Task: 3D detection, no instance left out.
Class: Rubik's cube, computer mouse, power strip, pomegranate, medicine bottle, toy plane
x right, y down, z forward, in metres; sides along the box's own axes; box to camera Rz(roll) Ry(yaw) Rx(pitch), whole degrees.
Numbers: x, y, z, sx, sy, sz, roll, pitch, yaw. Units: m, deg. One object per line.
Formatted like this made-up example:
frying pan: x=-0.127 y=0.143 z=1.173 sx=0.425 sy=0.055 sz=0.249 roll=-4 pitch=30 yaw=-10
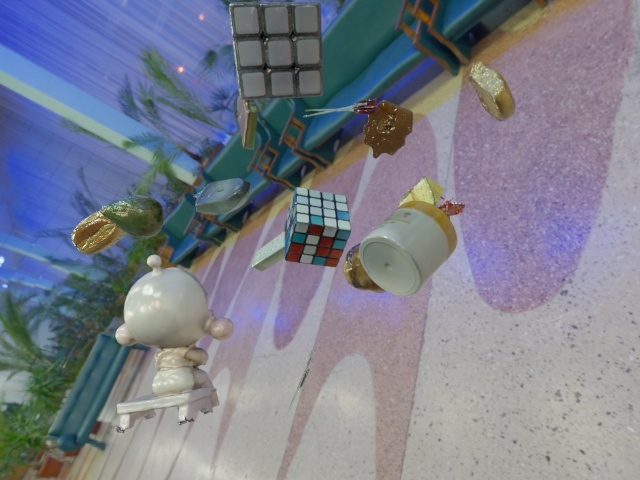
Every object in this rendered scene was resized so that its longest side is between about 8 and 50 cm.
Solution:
Rubik's cube: x=-0.165 y=-0.688 z=1.473 sx=0.301 sy=0.306 sz=0.303 roll=-110 pitch=14 yaw=-60
computer mouse: x=-0.287 y=-0.124 z=1.210 sx=0.229 sy=0.068 sz=0.113 roll=-3 pitch=49 yaw=35
power strip: x=-0.195 y=0.045 z=1.738 sx=0.385 sy=0.063 sz=0.090 roll=-31 pitch=40 yaw=51
pomegranate: x=0.281 y=0.151 z=2.254 sx=0.322 sy=0.322 sz=0.321 roll=-43 pitch=30 yaw=33
Rubik's cube: x=-0.013 y=-0.036 z=1.146 sx=0.154 sy=0.155 sz=0.151 roll=-96 pitch=18 yaw=-46
medicine bottle: x=0.281 y=0.023 z=1.322 sx=0.232 sy=0.237 sz=0.238 roll=-38 pitch=11 yaw=-33
toy plane: x=0.443 y=-0.101 z=1.534 sx=0.194 sy=0.077 sz=0.126 roll=-30 pitch=39 yaw=3

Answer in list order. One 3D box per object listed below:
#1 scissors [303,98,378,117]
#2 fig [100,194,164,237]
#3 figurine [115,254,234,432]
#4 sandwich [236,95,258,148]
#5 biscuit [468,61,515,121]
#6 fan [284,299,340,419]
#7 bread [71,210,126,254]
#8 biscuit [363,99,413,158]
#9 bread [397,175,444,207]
scissors: x=0.066 y=-0.437 z=1.362 sx=0.144 sy=0.248 sz=0.017 roll=-84 pitch=-12 yaw=-58
fig: x=-0.534 y=-0.074 z=1.159 sx=0.123 sy=0.156 sz=0.123 roll=-14 pitch=70 yaw=43
figurine: x=-0.245 y=0.153 z=0.645 sx=0.182 sy=0.145 sz=0.256 roll=-15 pitch=82 yaw=35
sandwich: x=-0.327 y=-0.546 z=1.846 sx=0.212 sy=0.063 sz=0.244 roll=-165 pitch=66 yaw=-70
biscuit: x=0.700 y=-0.591 z=1.641 sx=0.091 sy=0.213 sz=0.274 roll=-33 pitch=47 yaw=17
fan: x=-0.020 y=0.279 z=0.982 sx=0.182 sy=0.010 sz=0.309 roll=52 pitch=-117 yaw=-87
bread: x=-0.879 y=-0.036 z=1.628 sx=0.237 sy=0.139 sz=0.106 roll=-31 pitch=4 yaw=15
biscuit: x=0.253 y=-0.418 z=1.578 sx=0.215 sy=0.182 sz=0.034 roll=-67 pitch=-11 yaw=20
bread: x=0.503 y=-0.189 z=2.051 sx=0.178 sy=0.142 sz=0.266 roll=63 pitch=144 yaw=16
